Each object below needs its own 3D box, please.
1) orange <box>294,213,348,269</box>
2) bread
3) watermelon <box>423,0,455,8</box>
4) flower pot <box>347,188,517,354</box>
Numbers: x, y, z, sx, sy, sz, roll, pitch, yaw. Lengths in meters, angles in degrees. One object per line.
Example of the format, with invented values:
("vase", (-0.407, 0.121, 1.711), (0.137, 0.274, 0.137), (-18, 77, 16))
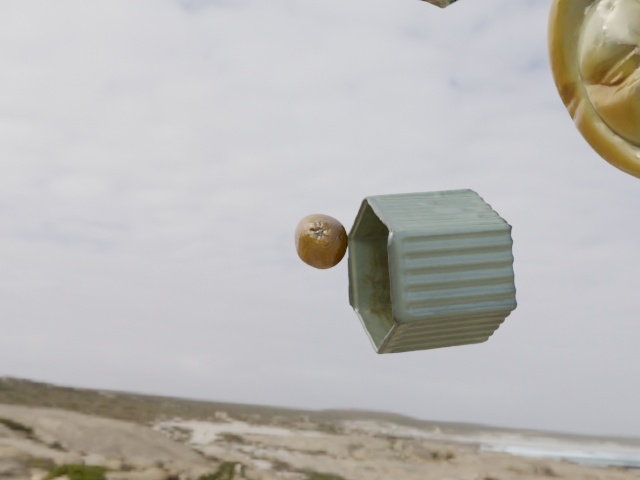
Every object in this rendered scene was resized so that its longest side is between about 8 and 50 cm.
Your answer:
("orange", (0.000, 0.000, 1.108), (0.084, 0.085, 0.085), (3, -12, 1))
("bread", (0.574, -0.277, 1.357), (0.329, 0.424, 0.245), (-37, -23, 30))
("watermelon", (0.110, -0.354, 1.020), (0.158, 0.098, 0.121), (20, -25, 22))
("flower pot", (0.158, 0.044, 1.207), (0.189, 0.209, 0.239), (-3, 29, -14))
